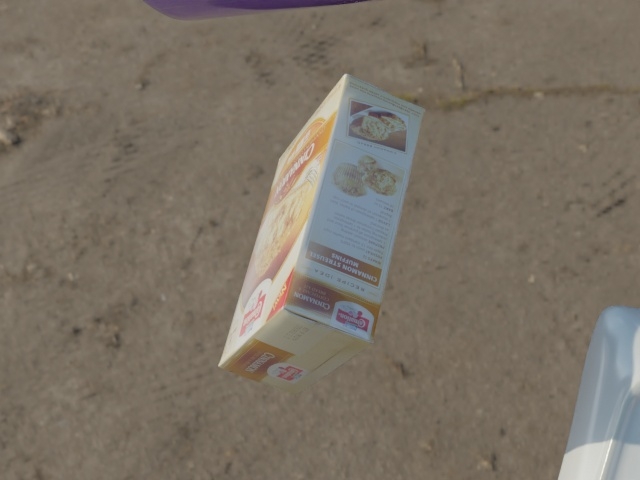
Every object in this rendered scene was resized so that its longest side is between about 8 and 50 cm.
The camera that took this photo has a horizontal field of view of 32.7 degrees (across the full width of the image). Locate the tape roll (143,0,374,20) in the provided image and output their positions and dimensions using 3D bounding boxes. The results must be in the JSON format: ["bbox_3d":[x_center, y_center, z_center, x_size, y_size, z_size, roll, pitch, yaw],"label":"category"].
[{"bbox_3d":[-0.020,-0.213,0.347,0.090,0.275,0.275,-3,34,12],"label":"tape roll"}]

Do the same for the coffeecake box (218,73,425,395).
[{"bbox_3d":[0.000,0.000,0.780,0.068,0.142,0.185,22,62,-14],"label":"coffeecake box"}]

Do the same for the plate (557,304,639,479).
[{"bbox_3d":[0.282,0.203,0.714,0.278,0.045,0.277,14,84,25],"label":"plate"}]
